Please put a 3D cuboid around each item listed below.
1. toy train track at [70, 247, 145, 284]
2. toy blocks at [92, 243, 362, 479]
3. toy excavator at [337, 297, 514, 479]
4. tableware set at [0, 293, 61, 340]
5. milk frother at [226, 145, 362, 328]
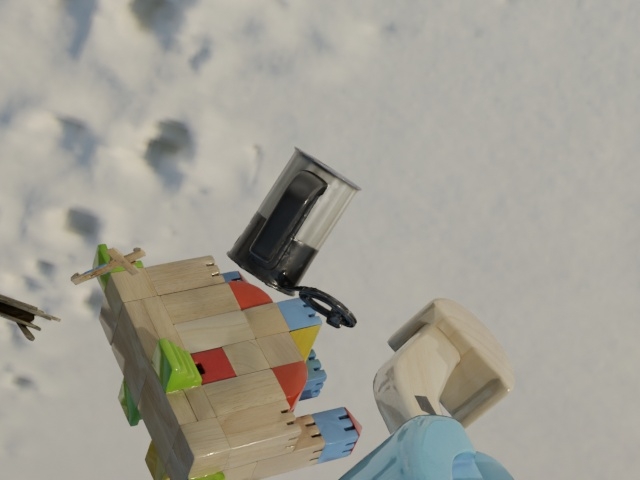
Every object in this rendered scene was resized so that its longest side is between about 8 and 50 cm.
[{"bbox_3d":[-0.212,0.023,1.558,0.083,0.014,0.048,-23,139,18],"label":"toy train track"},{"bbox_3d":[-0.105,0.157,1.980,0.261,0.381,0.191,-11,144,-28],"label":"toy blocks"},{"bbox_3d":[0.113,0.236,1.477,0.222,0.445,0.433,-43,150,27],"label":"toy excavator"},{"bbox_3d":[-0.413,0.074,1.848,0.194,0.039,0.128,19,172,7],"label":"tableware set"},{"bbox_3d":[0.000,0.000,1.587,0.143,0.135,0.129,32,-175,-10],"label":"milk frother"}]
